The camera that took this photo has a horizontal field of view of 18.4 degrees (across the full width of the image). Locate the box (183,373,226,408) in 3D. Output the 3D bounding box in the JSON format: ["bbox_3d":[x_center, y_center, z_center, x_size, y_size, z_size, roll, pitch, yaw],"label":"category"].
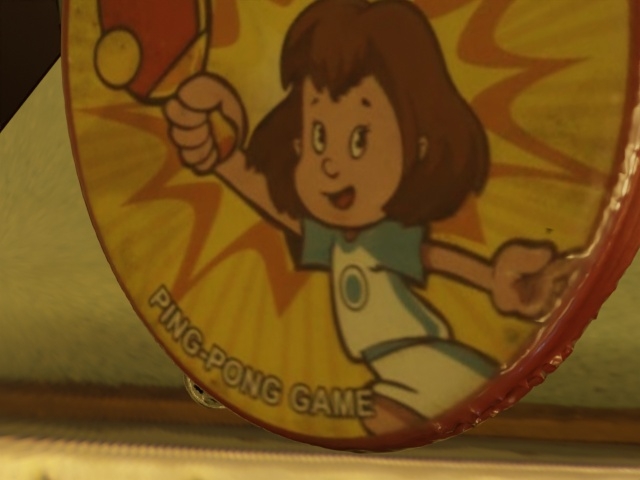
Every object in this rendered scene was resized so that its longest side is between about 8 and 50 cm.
[{"bbox_3d":[0.000,0.000,0.952,0.124,0.093,0.172,-9,100,-29],"label":"box"}]

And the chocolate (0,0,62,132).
[{"bbox_3d":[-0.252,-0.215,1.341,0.224,0.177,0.206,37,122,-11],"label":"chocolate"}]

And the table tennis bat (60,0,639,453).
[{"bbox_3d":[0.006,-0.130,0.720,0.051,0.268,0.414,-1,87,-53],"label":"table tennis bat"}]
